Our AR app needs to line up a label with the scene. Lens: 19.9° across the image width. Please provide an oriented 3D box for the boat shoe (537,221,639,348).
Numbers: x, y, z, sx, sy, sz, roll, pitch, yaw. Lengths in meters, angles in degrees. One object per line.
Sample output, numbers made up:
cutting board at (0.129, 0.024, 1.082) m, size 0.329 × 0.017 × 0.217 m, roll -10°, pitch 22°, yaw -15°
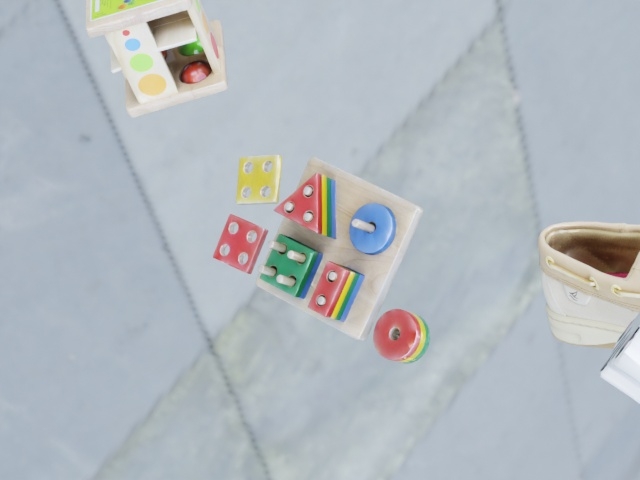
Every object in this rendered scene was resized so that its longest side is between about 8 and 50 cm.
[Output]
boat shoe at (0.160, 0.015, 0.814) m, size 0.063 × 0.170 × 0.059 m, roll -35°, pitch 110°, yaw -37°

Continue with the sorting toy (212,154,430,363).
sorting toy at (0.000, 0.000, 1.656) m, size 0.046 × 0.274 × 0.132 m, roll 18°, pitch 97°, yaw -54°

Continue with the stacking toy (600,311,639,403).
stacking toy at (0.156, 0.054, 0.464) m, size 0.052 × 0.167 × 0.221 m, roll -55°, pitch 173°, yaw 7°

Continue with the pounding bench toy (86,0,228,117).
pounding bench toy at (-0.080, -0.112, 0.907) m, size 0.052 × 0.083 × 0.065 m, roll -16°, pitch 133°, yaw 8°
